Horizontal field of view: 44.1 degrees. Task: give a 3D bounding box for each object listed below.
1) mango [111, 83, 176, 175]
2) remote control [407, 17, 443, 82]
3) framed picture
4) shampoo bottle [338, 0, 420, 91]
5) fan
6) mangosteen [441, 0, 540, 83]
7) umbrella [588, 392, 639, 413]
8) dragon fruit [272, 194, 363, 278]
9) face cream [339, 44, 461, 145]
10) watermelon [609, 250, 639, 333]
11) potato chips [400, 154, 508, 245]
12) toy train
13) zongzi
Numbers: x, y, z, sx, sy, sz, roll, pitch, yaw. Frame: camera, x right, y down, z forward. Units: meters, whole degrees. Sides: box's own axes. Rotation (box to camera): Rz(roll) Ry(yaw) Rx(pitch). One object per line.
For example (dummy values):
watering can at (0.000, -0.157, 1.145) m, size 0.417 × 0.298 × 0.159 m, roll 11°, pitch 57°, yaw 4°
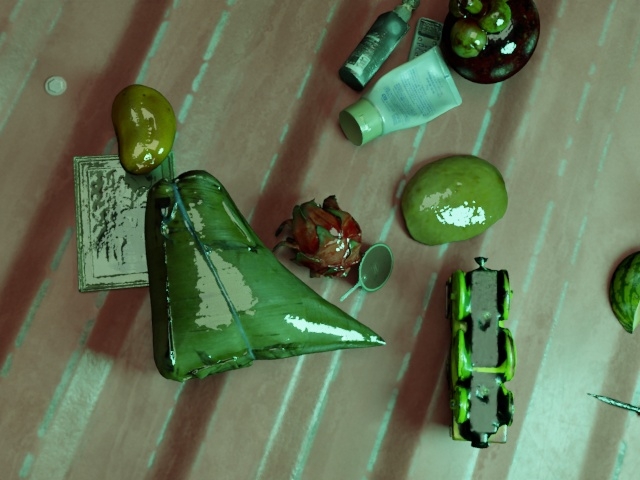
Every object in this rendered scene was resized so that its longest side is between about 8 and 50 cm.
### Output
mango at (-0.290, -0.180, 1.305) m, size 0.105 × 0.084 × 0.160 m, roll -5°, pitch 78°, yaw -8°
remote control at (0.189, -0.345, 1.437) m, size 0.053 × 0.018 × 0.125 m, roll 16°, pitch 77°, yaw -5°
framed picture at (-0.320, -0.035, 1.309) m, size 0.172 × 0.010 × 0.232 m, roll -6°, pitch 79°, yaw -9°
shampoo bottle at (0.112, -0.362, 1.407) m, size 0.057 × 0.063 × 0.208 m, roll 38°, pitch 75°, yaw -10°
fan at (0.077, 0.059, 1.309) m, size 0.133 × 0.005 × 0.085 m, roll -40°, pitch 128°, yaw -28°
mangosteen at (0.289, -0.371, 1.366) m, size 0.199 × 0.200 × 0.200 m, roll 2°, pitch 78°, yaw -7°
umbrella at (0.528, 0.286, 1.347) m, size 0.148 × 0.022 × 0.022 m, roll 15°, pitch 35°, yaw -4°
dragon fruit at (0.005, -0.005, 1.296) m, size 0.142 × 0.130 × 0.121 m, roll 37°, pitch 112°, yaw 5°
face cream at (0.143, -0.245, 1.390) m, size 0.224 × 0.070 × 0.114 m, roll -32°, pitch 106°, yaw -19°
watermelon at (0.549, 0.069, 1.385) m, size 0.068 × 0.087 × 0.163 m, roll 21°, pitch 70°, yaw 36°
potato chips at (0.237, -0.075, 1.372) m, size 0.201 × 0.049 × 0.150 m, roll -14°, pitch 85°, yaw -16°
toy train at (0.254, 0.181, 1.264) m, size 0.100 × 0.160 × 0.297 m, roll 3°, pitch 75°, yaw 3°
zongzi at (-0.089, 0.041, 1.236) m, size 0.360 × 0.160 × 0.323 m, roll -5°, pitch 88°, yaw -6°
